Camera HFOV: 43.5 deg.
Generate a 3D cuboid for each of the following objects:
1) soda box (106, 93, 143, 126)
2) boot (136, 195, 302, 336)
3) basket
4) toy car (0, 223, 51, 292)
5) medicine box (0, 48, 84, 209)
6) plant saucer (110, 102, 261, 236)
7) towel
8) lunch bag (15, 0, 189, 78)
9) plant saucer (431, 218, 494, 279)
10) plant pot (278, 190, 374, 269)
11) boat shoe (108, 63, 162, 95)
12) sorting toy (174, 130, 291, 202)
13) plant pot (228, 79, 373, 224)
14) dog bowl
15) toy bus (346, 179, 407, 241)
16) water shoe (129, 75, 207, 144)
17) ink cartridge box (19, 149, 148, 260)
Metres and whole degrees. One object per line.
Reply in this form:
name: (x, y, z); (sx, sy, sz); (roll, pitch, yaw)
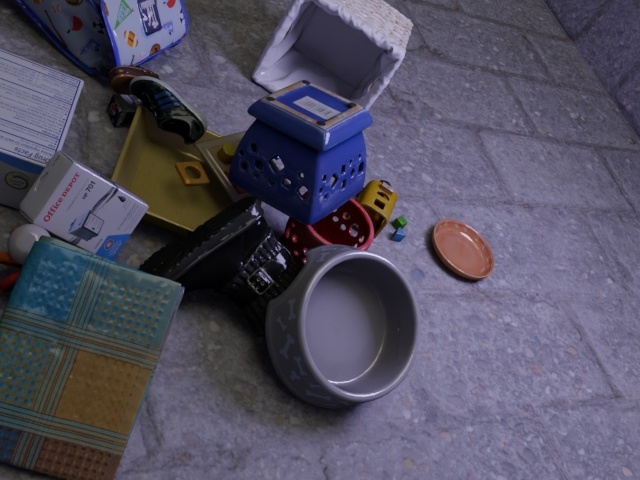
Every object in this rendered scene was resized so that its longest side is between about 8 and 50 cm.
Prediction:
soda box: (-0.417, -0.308, 1.914); (0.169, 0.053, 0.060); (-6, 57, -39)
boot: (-0.197, 0.102, 1.642); (0.348, 0.131, 0.260); (-34, 113, -15)
basket: (0.046, -0.532, 2.242); (0.331, 0.328, 0.266); (33, 39, -5)
toy car: (-0.511, 0.063, 1.462); (0.182, 0.159, 0.136); (38, 75, -1)
medicine box: (-0.648, -0.236, 1.610); (0.263, 0.149, 0.289); (20, 45, -20)
plant saucer: (-0.299, -0.125, 1.812); (0.332, 0.081, 0.333); (23, 43, -18)
towel: (-0.414, 0.203, 1.350); (0.271, 0.040, 0.370); (23, 72, -17)
lunch bag: (-0.533, -0.609, 1.980); (0.385, 0.239, 0.328); (52, 40, -9)
plant saucer: (0.384, 0.028, 2.193); (0.200, 0.037, 0.200); (20, 43, -20)
plant pot: (0.000, 0.000, 1.839); (0.191, 0.174, 0.191); (20, 45, -21)
boat shoe: (-0.438, -0.380, 1.905); (0.073, 0.073, 0.207); (70, 15, 10)
sorting toy: (-0.173, -0.179, 1.855); (0.347, 0.047, 0.196); (-23, 69, -45)
plant pot: (-0.033, -0.206, 1.741); (0.236, 0.212, 0.236); (30, 37, 21)
dog bowl: (0.061, 0.175, 1.656); (0.348, 0.102, 0.349); (4, 83, -33)
toy bus: (0.148, -0.104, 2.092); (0.191, 0.104, 0.202); (-3, 56, -38)
water shoe: (-0.351, -0.297, 1.816); (0.203, 0.073, 0.080); (32, 46, -4)
ink cartridge box: (-0.452, -0.063, 1.542); (0.082, 0.140, 0.190); (33, -1, 44)
